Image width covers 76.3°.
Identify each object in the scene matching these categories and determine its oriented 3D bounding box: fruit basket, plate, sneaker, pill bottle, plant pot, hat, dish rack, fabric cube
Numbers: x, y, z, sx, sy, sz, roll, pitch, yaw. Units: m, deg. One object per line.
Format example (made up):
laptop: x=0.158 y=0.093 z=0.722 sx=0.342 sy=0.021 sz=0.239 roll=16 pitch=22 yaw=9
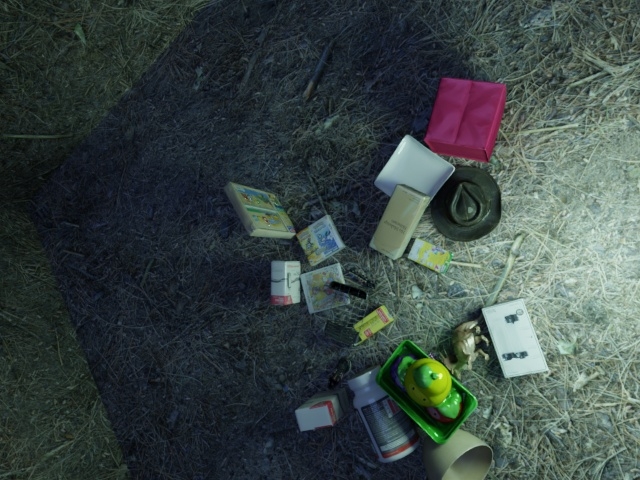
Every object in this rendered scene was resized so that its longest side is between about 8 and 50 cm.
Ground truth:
fruit basket: x=0.414 y=0.586 z=1.617 sx=0.392 sy=0.392 sz=0.283 roll=39 pitch=103 yaw=21
plate: x=0.425 y=-0.293 z=1.865 sx=0.277 sy=0.045 sz=0.278 roll=41 pitch=113 yaw=20
sneaker: x=0.088 y=0.649 z=1.973 sx=0.072 sy=0.077 sz=0.178 roll=25 pitch=97 yaw=22
pill bottle: x=0.271 y=0.759 z=1.812 sx=0.210 sy=0.210 sz=0.363 roll=-30 pitch=76 yaw=20
plant pot: x=0.532 y=0.890 z=1.681 sx=0.191 sy=0.284 sz=0.284 roll=36 pitch=105 yaw=56
hat: x=0.613 y=-0.161 z=1.744 sx=0.331 sy=0.134 sz=0.332 roll=-1 pitch=87 yaw=25
dish rack: x=0.113 y=0.346 z=1.928 sx=0.208 sy=0.074 sz=0.272 roll=15 pitch=88 yaw=33
fabric cube: x=0.603 y=-0.495 z=1.699 sx=0.259 sy=0.254 sz=0.258 roll=17 pitch=96 yaw=23

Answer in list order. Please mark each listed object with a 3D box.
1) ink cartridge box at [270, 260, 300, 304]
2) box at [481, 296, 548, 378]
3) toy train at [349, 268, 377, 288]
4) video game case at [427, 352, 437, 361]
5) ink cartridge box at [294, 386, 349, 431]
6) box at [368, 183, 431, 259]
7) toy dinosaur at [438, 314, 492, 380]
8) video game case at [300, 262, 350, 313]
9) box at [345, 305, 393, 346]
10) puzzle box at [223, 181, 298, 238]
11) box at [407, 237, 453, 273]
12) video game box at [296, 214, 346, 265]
ink cartridge box: x=-0.175 y=0.211 z=2.067 sx=0.092 sy=0.158 sz=0.218 roll=-3 pitch=87 yaw=26
box: x=0.788 y=0.394 z=1.663 sx=0.169 sy=0.087 sz=0.290 roll=-21 pitch=79 yaw=22
toy train: x=0.203 y=0.187 z=1.971 sx=0.158 sy=0.027 sz=0.036 roll=31 pitch=111 yaw=22
video game case: x=0.477 y=0.654 z=1.816 sx=0.210 sy=0.041 sz=0.232 roll=-38 pitch=73 yaw=18
ink cartridge box: x=0.014 y=0.788 z=1.913 sx=0.171 sy=0.237 sz=0.100 roll=-20 pitch=82 yaw=22
box: x=0.355 y=-0.085 z=1.834 sx=0.148 sy=0.121 sz=0.311 roll=29 pitch=110 yaw=22
toy dinosaur: x=0.601 y=0.447 z=1.736 sx=0.200 sy=0.127 sz=0.296 roll=-8 pitch=64 yaw=59
video game case: x=0.020 y=0.243 z=2.051 sx=0.226 sy=0.026 sz=0.207 roll=-19 pitch=80 yaw=22
box: x=0.227 y=0.407 z=1.931 sx=0.232 sy=0.058 sz=0.087 roll=-38 pitch=71 yaw=18
puzzle box: x=-0.279 y=-0.135 z=1.995 sx=0.052 sy=0.409 sz=0.272 roll=-36 pitch=75 yaw=18
box: x=0.496 y=0.070 z=1.835 sx=0.179 sy=0.043 sz=0.105 roll=27 pitch=98 yaw=25
video game box: x=0.000 y=0.000 z=2.061 sx=0.205 sy=0.048 sz=0.187 roll=-32 pitch=73 yaw=20
